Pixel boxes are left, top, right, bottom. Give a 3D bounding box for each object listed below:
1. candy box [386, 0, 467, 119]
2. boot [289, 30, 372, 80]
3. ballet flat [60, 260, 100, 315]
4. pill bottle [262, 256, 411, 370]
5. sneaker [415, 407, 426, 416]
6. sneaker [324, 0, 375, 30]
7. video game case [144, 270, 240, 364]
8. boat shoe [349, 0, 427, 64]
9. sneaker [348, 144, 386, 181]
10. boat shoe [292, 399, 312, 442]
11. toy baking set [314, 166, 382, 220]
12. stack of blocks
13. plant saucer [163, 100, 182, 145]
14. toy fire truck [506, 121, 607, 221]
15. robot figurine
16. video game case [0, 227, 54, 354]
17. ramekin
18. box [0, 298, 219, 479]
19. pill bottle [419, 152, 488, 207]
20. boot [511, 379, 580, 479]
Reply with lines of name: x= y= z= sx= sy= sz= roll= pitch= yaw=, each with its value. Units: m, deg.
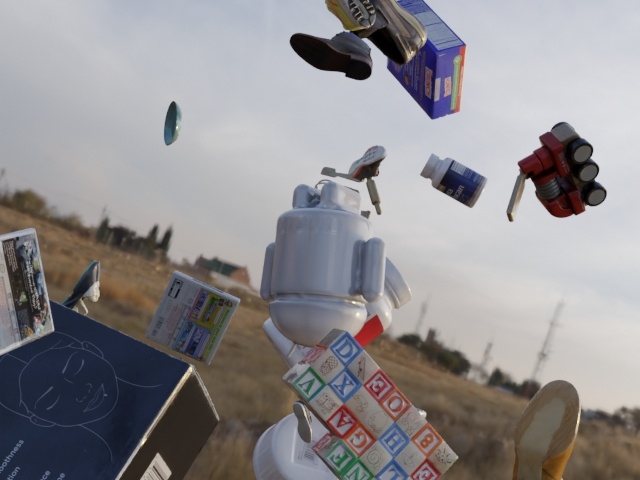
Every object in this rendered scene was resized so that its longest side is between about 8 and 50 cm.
candy box: x=0.338 y=-0.594 z=2.655 sx=0.268 sy=0.122 sz=0.317 roll=88 pitch=-22 yaw=-49
boot: x=0.031 y=-0.480 z=2.054 sx=0.219 sy=0.106 sz=0.082 roll=23 pitch=-47 yaw=-9
ballet flat: x=-0.592 y=0.145 z=2.022 sx=0.074 sy=0.203 sz=0.074 roll=39 pitch=-1 yaw=1
pill bottle: x=0.054 y=0.218 z=2.370 sx=0.229 sy=0.407 sz=0.229 roll=52 pitch=-10 yaw=13
sneaker: x=0.195 y=0.493 z=2.172 sx=0.105 sy=0.115 sz=0.281 roll=16 pitch=1 yaw=27
sneaker: x=0.033 y=-0.553 z=1.821 sx=0.208 sy=0.081 sz=0.094 roll=59 pitch=-27 yaw=-12
video game case: x=-0.347 y=0.211 z=2.213 sx=0.193 sy=0.212 sz=0.023 roll=25 pitch=16 yaw=-6
boat shoe: x=0.141 y=-0.620 z=2.261 sx=0.355 sy=0.130 sz=0.132 roll=33 pitch=-23 yaw=-17
sneaker: x=0.139 y=-0.203 z=2.192 sx=0.065 sy=0.061 sz=0.158 roll=30 pitch=-30 yaw=-21
boat shoe: x=-0.043 y=0.497 z=2.255 sx=0.046 sy=0.125 sz=0.038 roll=-9 pitch=13 yaw=33
toy baking set: x=0.084 y=-0.144 z=2.557 sx=0.196 sy=0.256 sz=0.030 roll=-12 pitch=-30 yaw=5
stack of blocks: x=0.068 y=0.316 z=1.387 sx=0.297 sy=0.171 sz=0.087 roll=50 pitch=-13 yaw=-8
plant saucer: x=-0.386 y=-0.307 z=2.155 sx=0.021 sy=0.119 sz=0.119 roll=7 pitch=0 yaw=-26
toy fire truck: x=0.540 y=-0.127 z=1.955 sx=0.217 sy=0.246 sz=0.158 roll=58 pitch=7 yaw=-37
robot figurine: x=0.000 y=0.063 z=1.656 sx=0.300 sy=0.353 sz=0.199 roll=-5 pitch=-14 yaw=39
video game case: x=-0.523 y=0.085 z=1.378 sx=0.022 sy=0.190 sz=0.173 roll=-6 pitch=7 yaw=18
ramekin: x=-0.047 y=0.640 z=2.408 sx=0.277 sy=0.277 sz=0.135 roll=22 pitch=-40 yaw=-12
box: x=-0.547 y=0.416 z=1.677 sx=0.471 sy=0.480 sz=0.297 roll=22 pitch=-30 yaw=20
pill bottle: x=0.359 y=-0.166 z=2.215 sx=0.169 sy=0.094 sz=0.094 roll=29 pitch=-6 yaw=5
boot: x=0.439 y=0.396 z=1.591 sx=0.104 sy=0.295 sz=0.211 roll=20 pitch=8 yaw=24
